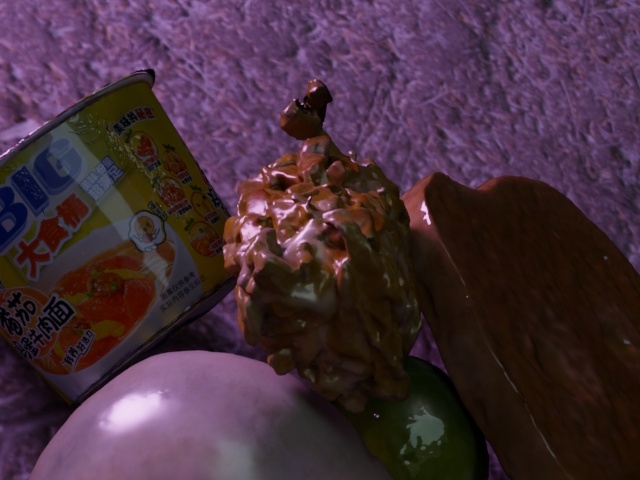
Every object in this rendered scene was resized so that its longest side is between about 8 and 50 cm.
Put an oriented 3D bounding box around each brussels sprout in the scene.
[{"bbox_3d":[0.054,0.152,1.204,0.117,0.155,0.155,-5,59,-33],"label":"brussels sprout"}]

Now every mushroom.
[{"bbox_3d":[-0.058,0.193,1.088,0.254,0.234,0.260,0,93,5],"label":"mushroom"}]

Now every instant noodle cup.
[{"bbox_3d":[-0.148,0.008,1.179,0.205,0.205,0.153,-36,88,-42],"label":"instant noodle cup"}]

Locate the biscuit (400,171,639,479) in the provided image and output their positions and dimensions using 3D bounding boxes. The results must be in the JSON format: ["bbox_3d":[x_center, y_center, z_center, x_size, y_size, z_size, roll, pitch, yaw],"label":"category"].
[{"bbox_3d":[0.205,0.119,1.293,0.365,0.062,0.385,2,53,-58],"label":"biscuit"}]

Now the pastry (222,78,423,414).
[{"bbox_3d":[0.000,0.000,1.105,0.154,0.102,0.250,56,12,-20],"label":"pastry"}]
